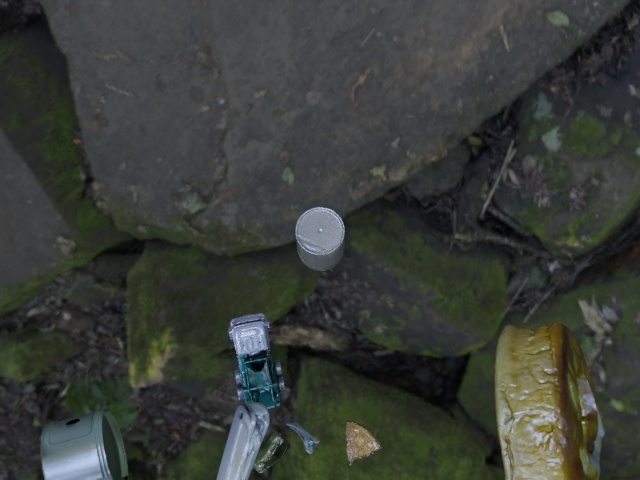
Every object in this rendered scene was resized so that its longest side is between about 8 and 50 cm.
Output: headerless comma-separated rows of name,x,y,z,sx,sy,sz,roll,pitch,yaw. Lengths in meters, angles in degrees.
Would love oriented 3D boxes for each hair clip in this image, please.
hair clip,-0.048,0.498,1.881,0.030,0.115,0.039,13,101,-35

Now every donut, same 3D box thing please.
donut,0.408,0.307,1.302,0.160,0.330,0.330,-7,125,24

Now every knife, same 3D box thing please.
knife,-0.133,0.369,1.156,0.041,0.073,0.265,7,115,-28

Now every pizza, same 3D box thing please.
pizza,0.093,0.480,1.796,0.100,0.029,0.099,-35,68,23

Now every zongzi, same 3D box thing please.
zongzi,-0.141,0.619,2.067,0.062,0.154,0.130,25,159,27

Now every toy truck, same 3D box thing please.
toy truck,-0.142,0.279,1.653,0.110,0.116,0.216,-10,96,-6

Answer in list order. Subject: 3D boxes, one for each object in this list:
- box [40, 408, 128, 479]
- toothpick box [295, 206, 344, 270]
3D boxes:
box,-0.587,0.548,1.855,0.149,0.226,0.226,-15,126,-6
toothpick box,0.000,0.000,1.651,0.111,0.111,0.180,14,168,4
